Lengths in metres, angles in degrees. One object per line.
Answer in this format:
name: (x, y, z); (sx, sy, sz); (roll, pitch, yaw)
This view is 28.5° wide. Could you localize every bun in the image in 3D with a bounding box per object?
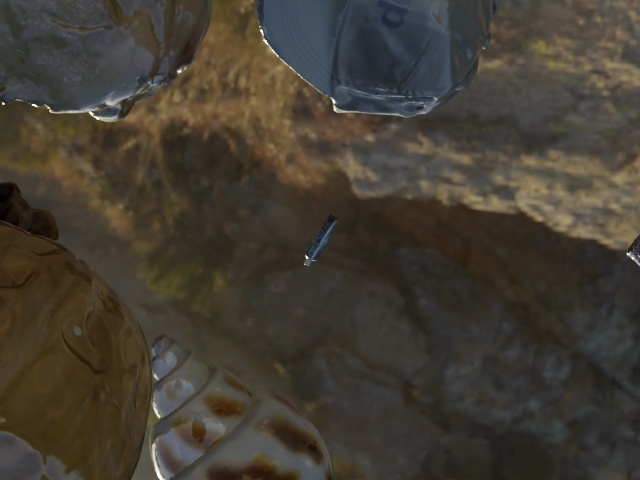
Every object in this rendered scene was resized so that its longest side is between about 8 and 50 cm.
bun: (-0.230, -0.237, 1.343); (0.205, 0.281, 0.281); (39, 154, -4)

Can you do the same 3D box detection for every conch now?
conch: (-0.076, 0.212, 1.063); (0.183, 0.275, 0.149); (-19, 167, 28)

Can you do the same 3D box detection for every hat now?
hat: (0.060, -0.220, 1.088); (0.149, 0.214, 0.245); (14, 177, 18)

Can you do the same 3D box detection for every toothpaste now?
toothpaste: (0.000, 0.000, 1.837); (0.019, 0.083, 0.027); (24, -169, -35)

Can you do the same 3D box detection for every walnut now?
walnut: (-0.191, 0.089, 0.681); (0.193, 0.225, 0.193); (2, 129, 3)

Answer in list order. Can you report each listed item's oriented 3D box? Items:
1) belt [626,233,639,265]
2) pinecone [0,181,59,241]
belt: (0.403, -0.035, 1.302); (0.053, 0.071, 0.232); (29, 133, -11)
pinecone: (-0.414, 0.053, 1.334); (0.384, 0.384, 0.384); (9, 158, 4)
